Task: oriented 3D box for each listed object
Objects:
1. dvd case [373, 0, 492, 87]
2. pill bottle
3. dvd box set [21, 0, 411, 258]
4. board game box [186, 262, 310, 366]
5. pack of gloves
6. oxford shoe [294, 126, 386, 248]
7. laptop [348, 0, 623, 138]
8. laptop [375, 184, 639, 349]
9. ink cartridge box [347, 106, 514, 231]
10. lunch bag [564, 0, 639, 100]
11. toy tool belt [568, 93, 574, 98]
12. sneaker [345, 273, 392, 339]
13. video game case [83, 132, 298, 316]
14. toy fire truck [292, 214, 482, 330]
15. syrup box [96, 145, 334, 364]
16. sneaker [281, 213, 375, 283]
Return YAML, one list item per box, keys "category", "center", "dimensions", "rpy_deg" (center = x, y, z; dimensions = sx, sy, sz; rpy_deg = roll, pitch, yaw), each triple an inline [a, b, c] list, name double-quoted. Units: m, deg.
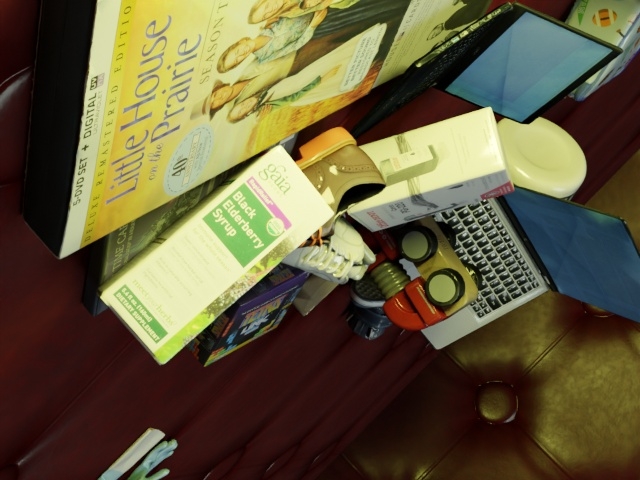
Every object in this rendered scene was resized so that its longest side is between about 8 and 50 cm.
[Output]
- category: "dvd case"
  center: [0.140, -0.278, 1.208]
  dimensions: [0.238, 0.029, 0.179]
  rpy_deg: [-31, 158, -40]
- category: "pill bottle"
  center: [0.346, -0.063, 1.931]
  dimensions: [0.188, 0.188, 0.334]
  rpy_deg: [-32, 159, -38]
- category: "dvd box set"
  center: [-0.063, -0.179, 0.899]
  dimensions: [0.420, 0.062, 0.308]
  rpy_deg: [-32, 159, -37]
- category: "board game box"
  center: [-0.102, 0.097, 1.488]
  dimensions: [0.170, 0.048, 0.141]
  rpy_deg: [-26, 156, -48]
- category: "pack of gloves"
  center: [-0.331, 0.420, 1.712]
  dimensions: [0.232, 0.046, 0.195]
  rpy_deg: [-44, 164, -6]
- category: "oxford shoe"
  center: [-0.038, -0.027, 1.170]
  dimensions: [0.271, 0.098, 0.097]
  rpy_deg: [-38, 162, -22]
- category: "laptop"
  center: [0.199, -0.182, 1.290]
  dimensions: [0.264, 0.137, 0.234]
  rpy_deg: [-36, 177, -27]
- category: "laptop"
  center: [0.339, 0.088, 1.768]
  dimensions: [0.407, 0.236, 0.382]
  rpy_deg: [-30, 136, 10]
- category: "ink cartridge box"
  center: [0.143, -0.091, 1.385]
  dimensions: [0.217, 0.092, 0.158]
  rpy_deg: [-14, 168, 13]
- category: "lunch bag"
  center: [0.514, -0.388, 1.703]
  dimensions: [0.243, 0.115, 0.303]
  rpy_deg: [-31, 159, -46]
- category: "toy tool belt"
  center: [0.495, -0.310, 1.945]
  dimensions: [0.051, 0.052, 0.083]
  rpy_deg: [-38, 163, -52]
- category: "sneaker"
  center: [0.094, 0.131, 1.969]
  dimensions: [0.163, 0.086, 0.226]
  rpy_deg: [-56, 161, 25]
- category: "video game case"
  center: [-0.137, -0.040, 1.119]
  dimensions: [0.274, 0.026, 0.196]
  rpy_deg: [-33, 159, -34]
- category: "toy fire truck"
  center: [0.097, 0.062, 1.628]
  dimensions: [0.246, 0.217, 0.158]
  rpy_deg: [-37, 169, 26]
- category: "syrup box"
  center: [-0.109, 0.011, 1.048]
  dimensions: [0.237, 0.093, 0.096]
  rpy_deg: [-41, -169, -11]
- category: "sneaker"
  center: [0.000, 0.000, 1.363]
  dimensions: [0.110, 0.118, 0.292]
  rpy_deg: [-47, 166, 12]
